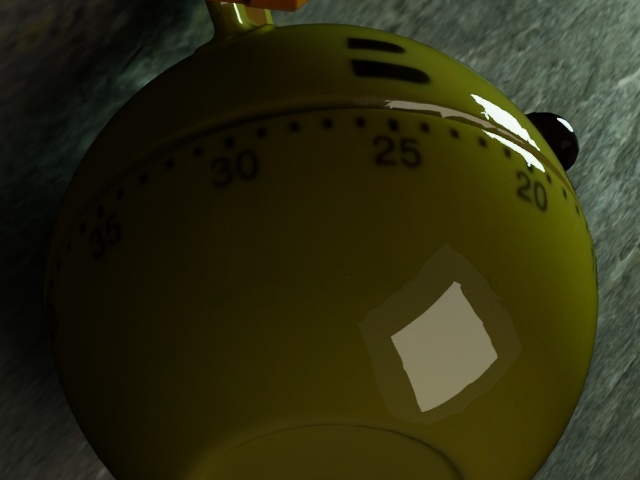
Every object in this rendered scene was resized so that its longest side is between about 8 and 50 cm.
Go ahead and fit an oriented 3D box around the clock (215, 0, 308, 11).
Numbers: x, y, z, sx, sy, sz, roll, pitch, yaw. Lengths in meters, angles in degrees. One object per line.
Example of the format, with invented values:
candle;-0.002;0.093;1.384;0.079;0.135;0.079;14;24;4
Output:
clock;-0.086;-0.179;0.627;0.220;0.255;0.106;-13;123;-33

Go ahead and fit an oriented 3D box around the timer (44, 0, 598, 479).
timer;0.000;0.000;0.852;0.376;0.376;0.387;66;14;-47
